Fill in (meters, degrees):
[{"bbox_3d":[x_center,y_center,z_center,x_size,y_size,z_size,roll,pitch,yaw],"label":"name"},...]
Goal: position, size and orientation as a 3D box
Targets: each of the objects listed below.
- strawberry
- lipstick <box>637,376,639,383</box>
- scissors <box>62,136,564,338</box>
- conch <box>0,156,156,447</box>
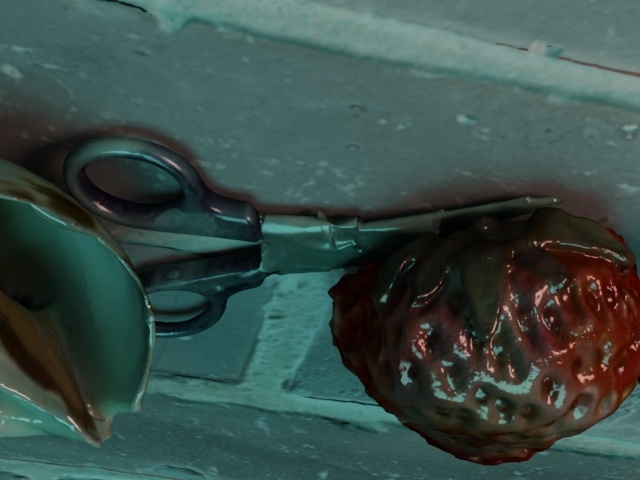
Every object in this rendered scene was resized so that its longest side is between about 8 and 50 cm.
[{"bbox_3d":[0.147,0.117,0.798,0.265,0.149,0.336,-8,147,4],"label":"strawberry"},{"bbox_3d":[0.350,0.085,0.867,0.027,0.027,0.176,12,139,-13],"label":"lipstick"},{"bbox_3d":[0.000,0.000,0.769,0.383,0.029,0.256,-3,141,4],"label":"scissors"},{"bbox_3d":[-0.291,0.009,0.665,0.249,0.197,0.368,-35,129,6],"label":"conch"}]
